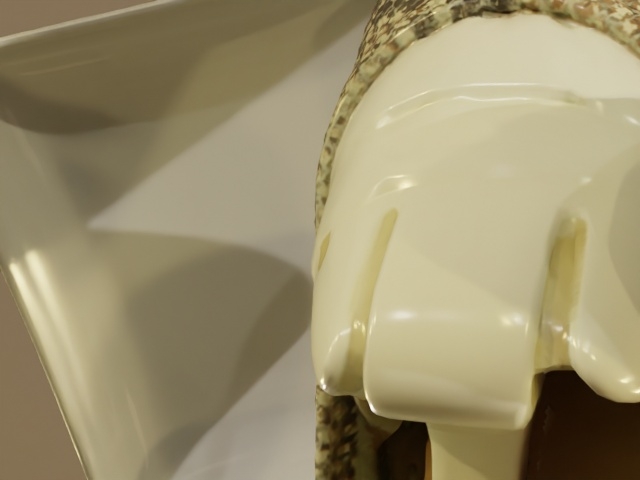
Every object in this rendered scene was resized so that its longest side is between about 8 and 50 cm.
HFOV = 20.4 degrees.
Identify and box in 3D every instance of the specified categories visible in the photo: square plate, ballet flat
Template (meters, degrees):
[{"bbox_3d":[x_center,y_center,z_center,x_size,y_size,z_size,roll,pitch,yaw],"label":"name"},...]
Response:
[{"bbox_3d":[0.000,0.000,0.993,0.344,0.049,0.347,-15,-60,4],"label":"square plate"},{"bbox_3d":[0.057,0.097,0.502,0.164,0.483,0.182,5,4,26],"label":"ballet flat"}]
